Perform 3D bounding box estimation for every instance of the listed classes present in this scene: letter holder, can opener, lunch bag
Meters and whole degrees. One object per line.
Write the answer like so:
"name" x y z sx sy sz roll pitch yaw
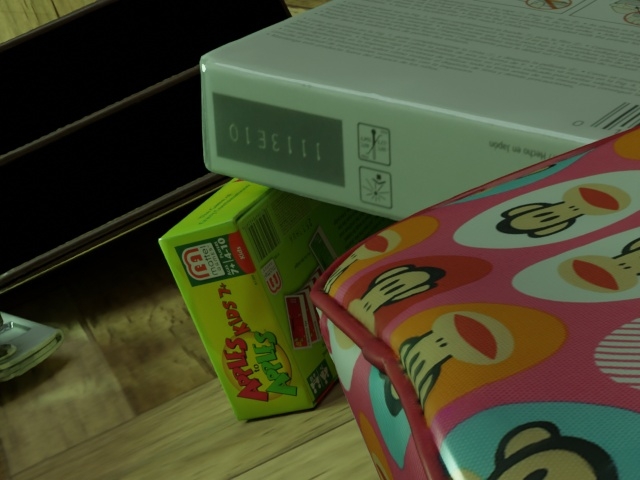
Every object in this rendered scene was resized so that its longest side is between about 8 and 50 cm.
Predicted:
"letter holder" -0.120 -0.089 1.124 0.302 0.152 0.214 -27 5 -15
"can opener" -0.250 0.038 1.038 0.076 0.095 0.283 -30 23 -29
"lunch bag" 0.141 0.029 0.447 0.258 0.120 0.293 -22 14 -2

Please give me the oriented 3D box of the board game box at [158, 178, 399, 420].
"board game box" 0.000 0.000 0.812 0.043 0.092 0.181 -13 17 31

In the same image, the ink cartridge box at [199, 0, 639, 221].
"ink cartridge box" 0.125 -0.068 0.760 0.275 0.060 0.239 15 29 33
